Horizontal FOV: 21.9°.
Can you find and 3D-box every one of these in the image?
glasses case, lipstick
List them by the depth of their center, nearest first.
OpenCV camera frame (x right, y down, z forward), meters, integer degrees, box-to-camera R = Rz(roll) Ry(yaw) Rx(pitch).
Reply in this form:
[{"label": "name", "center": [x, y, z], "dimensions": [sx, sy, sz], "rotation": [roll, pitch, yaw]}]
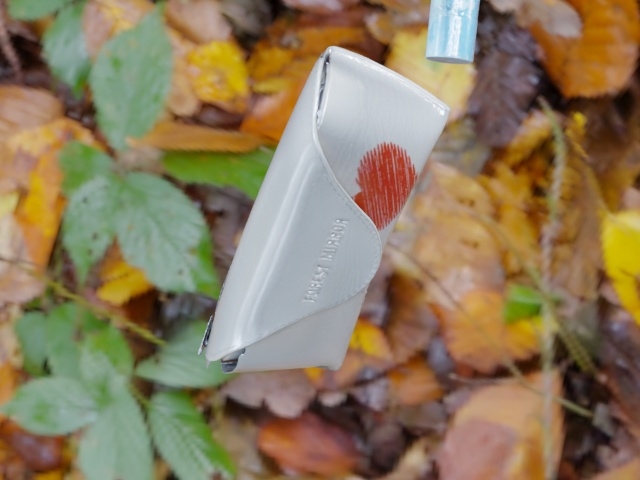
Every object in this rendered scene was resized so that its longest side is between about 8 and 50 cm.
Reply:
[{"label": "glasses case", "center": [0.002, 0.000, 1.349], "dimensions": [0.083, 0.128, 0.308], "rotation": [-101, 27, -54]}, {"label": "lipstick", "center": [0.132, -0.251, 1.590], "dimensions": [0.048, 0.048, 0.158], "rotation": [6, 90, 34]}]
